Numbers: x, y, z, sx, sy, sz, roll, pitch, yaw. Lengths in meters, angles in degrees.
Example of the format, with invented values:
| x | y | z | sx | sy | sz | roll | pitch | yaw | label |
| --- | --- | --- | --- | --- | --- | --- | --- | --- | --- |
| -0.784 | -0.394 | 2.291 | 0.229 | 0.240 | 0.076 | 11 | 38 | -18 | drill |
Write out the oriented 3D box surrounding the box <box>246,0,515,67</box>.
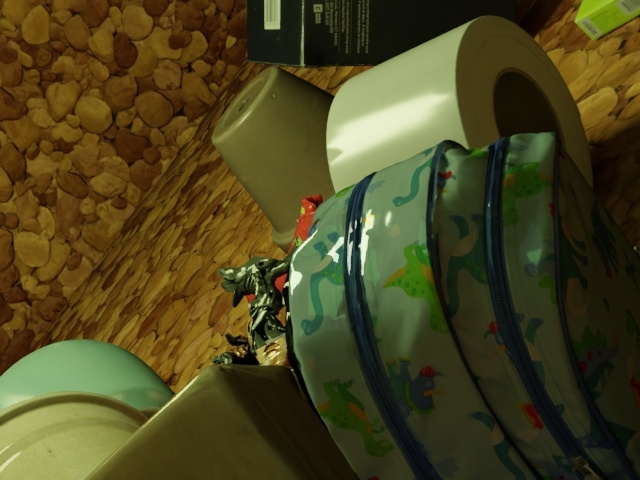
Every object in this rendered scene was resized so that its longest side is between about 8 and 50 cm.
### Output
| x | y | z | sx | sy | sz | roll | pitch | yaw | label |
| --- | --- | --- | --- | --- | --- | --- | --- | --- | --- |
| 0.077 | -0.348 | 1.867 | 0.343 | 0.312 | 0.179 | -152 | 61 | -71 | box |

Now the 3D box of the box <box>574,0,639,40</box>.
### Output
| x | y | z | sx | sy | sz | roll | pitch | yaw | label |
| --- | --- | --- | --- | --- | --- | --- | --- | --- | --- |
| 0.393 | -0.342 | 1.594 | 0.109 | 0.042 | 0.178 | -27 | 30 | 50 | box |

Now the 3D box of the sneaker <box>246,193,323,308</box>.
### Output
| x | y | z | sx | sy | sz | roll | pitch | yaw | label |
| --- | --- | --- | --- | --- | --- | --- | --- | --- | --- |
| 0.000 | 0.000 | 1.693 | 0.279 | 0.118 | 0.107 | -34 | -5 | 28 | sneaker |

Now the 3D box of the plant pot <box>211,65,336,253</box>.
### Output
| x | y | z | sx | sy | sz | roll | pitch | yaw | label |
| --- | --- | --- | --- | --- | --- | --- | --- | --- | --- |
| -0.034 | -0.132 | 1.895 | 0.263 | 0.229 | 0.263 | -45 | 18 | 19 | plant pot |

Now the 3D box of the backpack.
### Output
| x | y | z | sx | sy | sz | roll | pitch | yaw | label |
| --- | --- | --- | --- | --- | --- | --- | --- | --- | --- |
| 0.128 | 0.094 | 0.858 | 0.273 | 0.355 | 0.290 | -34 | 23 | 39 | backpack |

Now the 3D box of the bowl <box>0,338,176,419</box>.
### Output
| x | y | z | sx | sy | sz | roll | pitch | yaw | label |
| --- | --- | --- | --- | --- | --- | --- | --- | --- | --- |
| -0.263 | 0.283 | 1.549 | 0.163 | 0.311 | 0.311 | 3 | 54 | 52 | bowl |

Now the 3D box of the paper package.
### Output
| x | y | z | sx | sy | sz | roll | pitch | yaw | label |
| --- | --- | --- | --- | --- | --- | --- | --- | --- | --- |
| -0.077 | 0.302 | 0.973 | 0.325 | 0.309 | 0.168 | -44 | -24 | 11 | paper package |

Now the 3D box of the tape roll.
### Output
| x | y | z | sx | sy | sz | roll | pitch | yaw | label |
| --- | --- | --- | --- | --- | --- | --- | --- | --- | --- |
| 0.148 | -0.089 | 1.309 | 0.169 | 0.246 | 0.246 | -21 | 33 | 39 | tape roll |

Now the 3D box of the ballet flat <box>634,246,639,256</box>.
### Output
| x | y | z | sx | sy | sz | roll | pitch | yaw | label |
| --- | --- | --- | --- | --- | --- | --- | --- | --- | --- |
| 0.284 | 0.049 | 1.100 | 0.041 | 0.041 | 0.114 | -34 | 25 | 42 | ballet flat |

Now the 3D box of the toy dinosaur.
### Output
| x | y | z | sx | sy | sz | roll | pitch | yaw | label |
| --- | --- | --- | --- | --- | --- | --- | --- | --- | --- |
| -0.033 | 0.138 | 1.567 | 0.322 | 0.164 | 0.218 | -22 | 43 | 21 | toy dinosaur |

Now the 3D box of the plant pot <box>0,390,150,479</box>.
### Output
| x | y | z | sx | sy | sz | roll | pitch | yaw | label |
| --- | --- | --- | --- | --- | --- | --- | --- | --- | --- |
| -0.213 | 0.346 | 1.297 | 0.305 | 0.334 | 0.334 | 8 | 59 | 57 | plant pot |
